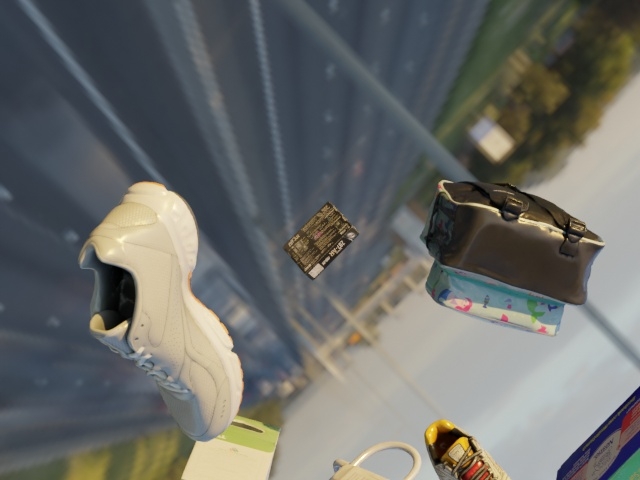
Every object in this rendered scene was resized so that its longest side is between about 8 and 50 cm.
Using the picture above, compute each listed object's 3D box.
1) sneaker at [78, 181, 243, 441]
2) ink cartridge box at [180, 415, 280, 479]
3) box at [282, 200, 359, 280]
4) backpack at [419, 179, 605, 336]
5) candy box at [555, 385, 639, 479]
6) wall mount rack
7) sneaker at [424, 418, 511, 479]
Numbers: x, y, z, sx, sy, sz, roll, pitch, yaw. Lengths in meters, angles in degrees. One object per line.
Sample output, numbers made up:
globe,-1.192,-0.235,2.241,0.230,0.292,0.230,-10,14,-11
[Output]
sneaker,-0.158,0.085,1.438,0.099,0.262,0.121,3,-149,36
ink cartridge box,-0.126,0.316,2.166,0.209,0.109,0.062,-72,176,-68
box,0.000,0.000,1.936,0.083,0.067,0.018,-46,132,2
backpack,0.246,0.013,2.137,0.253,0.225,0.191,-113,-140,-72
candy box,0.417,0.261,1.484,0.268,0.317,0.122,-55,-173,38
wall mount rack,0.075,0.475,2.418,0.350,0.304,0.130,-40,131,-32
sneaker,0.196,0.313,2.056,0.088,0.093,0.225,-38,-148,-7
